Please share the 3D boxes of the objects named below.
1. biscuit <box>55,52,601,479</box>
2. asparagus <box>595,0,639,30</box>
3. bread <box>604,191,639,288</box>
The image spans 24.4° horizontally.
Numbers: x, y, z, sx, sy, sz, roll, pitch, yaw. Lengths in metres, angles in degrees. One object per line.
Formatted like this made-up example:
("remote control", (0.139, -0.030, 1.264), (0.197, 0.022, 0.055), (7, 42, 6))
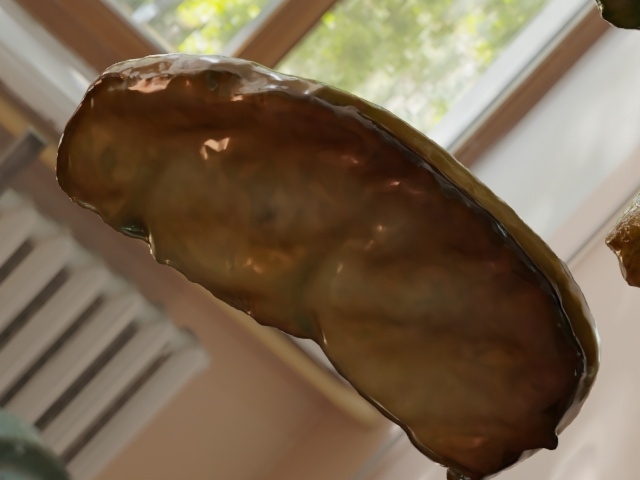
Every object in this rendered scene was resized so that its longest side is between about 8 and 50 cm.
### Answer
("biscuit", (0.000, -0.004, 0.712), (0.299, 0.154, 0.045), (35, 39, 14))
("asparagus", (0.165, -0.149, 0.748), (0.343, 0.085, 0.082), (31, 11, -23))
("bread", (0.282, -0.046, 1.048), (0.077, 0.139, 0.271), (60, 31, -6))
